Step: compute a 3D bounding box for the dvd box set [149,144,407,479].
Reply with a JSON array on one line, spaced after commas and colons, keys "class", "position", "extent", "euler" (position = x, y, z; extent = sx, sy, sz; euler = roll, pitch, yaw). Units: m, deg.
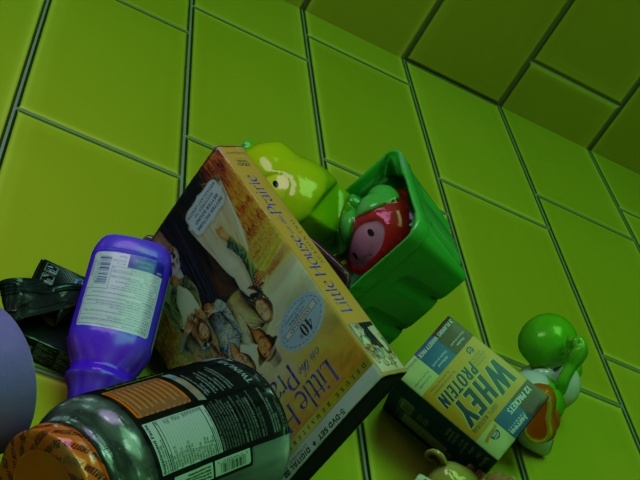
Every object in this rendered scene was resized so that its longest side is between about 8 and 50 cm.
[{"class": "dvd box set", "position": [-0.098, 0.121, 1.665], "extent": [0.062, 0.308, 0.420], "euler": [-2, 49, -50]}]

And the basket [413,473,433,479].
[{"class": "basket", "position": [0.130, 0.421, 1.641], "extent": [0.103, 0.167, 0.113], "euler": [31, 26, 11]}]

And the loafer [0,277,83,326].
[{"class": "loafer", "position": [-0.377, 0.091, 1.680], "extent": [0.170, 0.062, 0.061], "euler": [8, 75, -46]}]

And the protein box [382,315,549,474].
[{"class": "protein box", "position": [0.227, 0.262, 1.920], "extent": [0.201, 0.200, 0.136], "euler": [39, 70, 12]}]

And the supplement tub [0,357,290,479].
[{"class": "supplement tub", "position": [-0.211, 0.272, 1.473], "extent": [0.207, 0.207, 0.338], "euler": [46, 31, 23]}]

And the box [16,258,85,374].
[{"class": "box", "position": [-0.348, 0.126, 1.741], "extent": [0.190, 0.045, 0.184], "euler": [26, 27, -11]}]

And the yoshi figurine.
[{"class": "yoshi figurine", "position": [0.387, 0.240, 2.175], "extent": [0.203, 0.203, 0.362], "euler": [33, 24, 15]}]

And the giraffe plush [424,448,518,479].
[{"class": "giraffe plush", "position": [0.219, 0.396, 1.798], "extent": [0.170, 0.181, 0.210], "euler": [26, 30, 37]}]

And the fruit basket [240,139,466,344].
[{"class": "fruit basket", "position": [0.000, 0.000, 1.959], "extent": [0.392, 0.392, 0.283], "euler": [22, 30, -20]}]

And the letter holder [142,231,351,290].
[{"class": "letter holder", "position": [-0.127, 0.065, 1.828], "extent": [0.302, 0.214, 0.152], "euler": [35, 26, 30]}]

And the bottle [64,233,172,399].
[{"class": "bottle", "position": [-0.285, 0.132, 1.636], "extent": [0.118, 0.092, 0.283], "euler": [11, 61, -3]}]

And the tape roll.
[{"class": "tape roll", "position": [-0.429, 0.170, 1.429], "extent": [0.080, 0.189, 0.189], "euler": [-7, 47, -50]}]
